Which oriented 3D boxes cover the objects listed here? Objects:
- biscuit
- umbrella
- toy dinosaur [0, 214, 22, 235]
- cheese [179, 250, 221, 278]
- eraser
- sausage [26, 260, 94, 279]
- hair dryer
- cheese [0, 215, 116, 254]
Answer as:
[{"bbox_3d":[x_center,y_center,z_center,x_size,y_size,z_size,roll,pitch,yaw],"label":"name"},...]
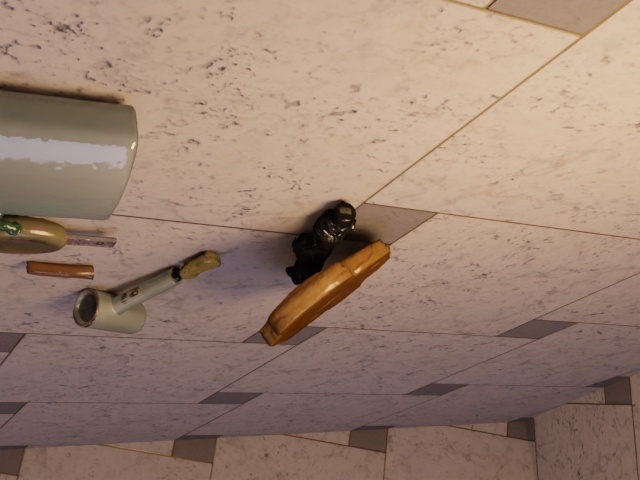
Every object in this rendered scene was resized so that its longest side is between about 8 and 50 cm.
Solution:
[{"bbox_3d":[0.011,0.085,1.623,0.269,0.051,0.376,-38,172,7],"label":"biscuit"},{"bbox_3d":[-0.002,0.000,1.550,0.071,0.080,0.224,33,147,-4],"label":"umbrella"},{"bbox_3d":[-0.507,-0.045,1.270,0.292,0.079,0.120,-16,152,17],"label":"toy dinosaur"},{"bbox_3d":[-0.212,0.045,1.644,0.044,0.030,0.083,21,140,-39],"label":"cheese"},{"bbox_3d":[-0.382,-0.102,1.111,0.290,0.104,0.189,4,145,-25],"label":"eraser"},{"bbox_3d":[-0.448,0.051,1.603,0.116,0.026,0.026,7,156,-27],"label":"sausage"},{"bbox_3d":[-0.336,0.102,1.736,0.236,0.073,0.131,-30,152,29],"label":"hair dryer"},{"bbox_3d":[-0.415,-0.004,1.452,0.192,0.037,0.097,4,158,-26],"label":"cheese"}]
